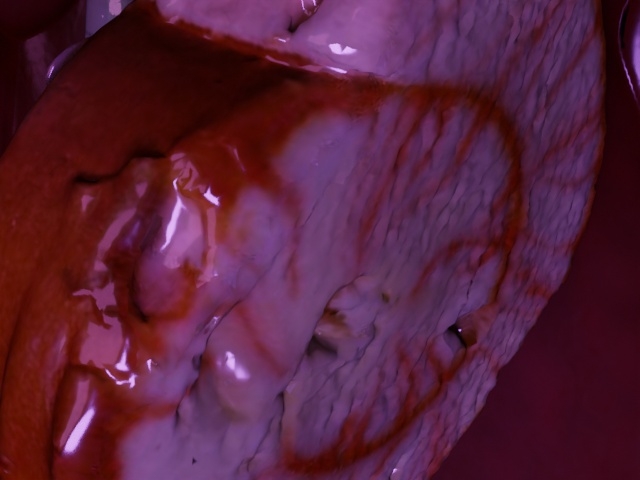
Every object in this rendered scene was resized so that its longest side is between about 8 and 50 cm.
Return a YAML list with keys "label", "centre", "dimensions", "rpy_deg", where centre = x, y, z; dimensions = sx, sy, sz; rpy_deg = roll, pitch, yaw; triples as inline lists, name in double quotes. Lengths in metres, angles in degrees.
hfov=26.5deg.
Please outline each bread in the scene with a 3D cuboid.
- label: "bread"
  centre: [0.000, 0.003, 0.576]
  dimensions: [0.114, 0.295, 0.328]
  rpy_deg: [28, 82, 31]

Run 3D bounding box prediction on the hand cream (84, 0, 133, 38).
- label: "hand cream"
  centre: [-0.118, -0.080, 0.814]
  dimensions: [0.078, 0.050, 0.205]
  rpy_deg: [19, 113, 34]
